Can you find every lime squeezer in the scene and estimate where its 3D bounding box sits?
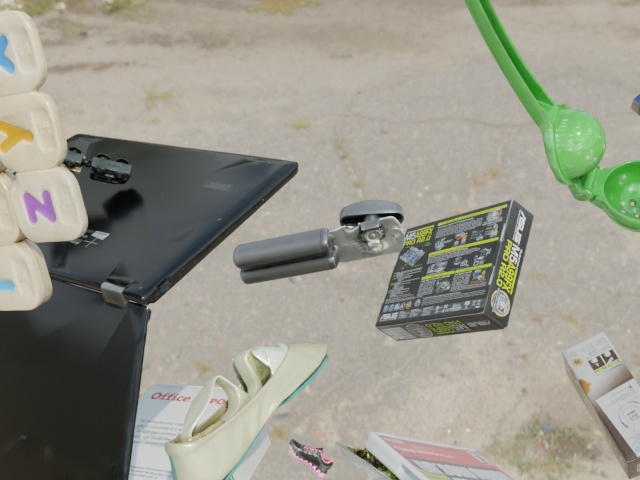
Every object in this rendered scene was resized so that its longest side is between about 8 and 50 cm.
[{"bbox_3d":[0.200,-0.057,0.515,0.310,0.110,0.059,30,76,-5],"label":"lime squeezer"}]

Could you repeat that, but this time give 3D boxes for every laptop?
[{"bbox_3d":[-0.265,0.084,0.894,0.381,0.236,0.408,11,40,32],"label":"laptop"}]

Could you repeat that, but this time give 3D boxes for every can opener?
[{"bbox_3d":[0.000,0.000,1.270,0.283,0.076,0.095,-11,41,11],"label":"can opener"}]

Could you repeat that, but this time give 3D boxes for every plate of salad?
[{"bbox_3d":[0.114,0.412,1.398,0.199,0.200,0.048,26,76,36],"label":"plate of salad"}]

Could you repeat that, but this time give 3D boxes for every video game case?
[{"bbox_3d":[0.206,0.318,0.928,0.204,0.025,0.285,19,6,-34],"label":"video game case"}]

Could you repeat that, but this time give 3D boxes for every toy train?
[{"bbox_3d":[-0.290,-0.091,0.864,0.158,0.036,0.027,13,60,-12],"label":"toy train"}]

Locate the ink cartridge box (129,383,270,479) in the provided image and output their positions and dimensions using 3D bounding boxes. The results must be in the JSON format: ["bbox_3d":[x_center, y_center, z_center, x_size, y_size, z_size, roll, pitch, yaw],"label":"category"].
[{"bbox_3d":[-0.234,0.359,1.181,0.211,0.122,0.289,-1,29,27],"label":"ink cartridge box"}]

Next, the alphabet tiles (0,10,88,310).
[{"bbox_3d":[-0.305,-0.078,0.631,0.277,0.284,0.021,-3,16,30],"label":"alphabet tiles"}]

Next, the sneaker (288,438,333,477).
[{"bbox_3d":[-0.020,0.491,1.789,0.119,0.057,0.047,39,12,-3],"label":"sneaker"}]

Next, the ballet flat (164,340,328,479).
[{"bbox_3d":[-0.075,0.160,0.814,0.086,0.086,0.248,14,35,25],"label":"ballet flat"}]

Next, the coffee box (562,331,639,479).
[{"bbox_3d":[0.588,0.327,1.544,0.098,0.141,0.247,-28,54,6],"label":"coffee box"}]

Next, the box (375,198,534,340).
[{"bbox_3d":[0.229,0.058,1.354,0.270,0.060,0.216,-17,45,52],"label":"box"}]

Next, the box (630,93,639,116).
[{"bbox_3d":[0.553,-0.155,1.046,0.136,0.036,0.225,-41,69,1],"label":"box"}]
